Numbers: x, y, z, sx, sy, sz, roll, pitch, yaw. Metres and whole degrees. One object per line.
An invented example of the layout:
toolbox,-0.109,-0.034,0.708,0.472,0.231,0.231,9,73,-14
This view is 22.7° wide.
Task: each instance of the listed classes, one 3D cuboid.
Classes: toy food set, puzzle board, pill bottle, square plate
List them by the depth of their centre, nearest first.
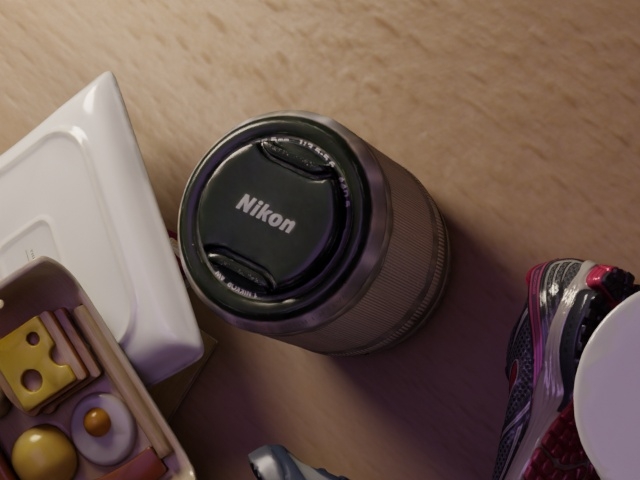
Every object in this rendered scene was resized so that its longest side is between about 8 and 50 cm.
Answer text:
pill bottle,0.352,0.154,1.374,0.224,0.392,0.224,-5,78,21
toy food set,-0.294,0.198,1.669,0.219,0.092,0.306,-34,85,12
square plate,-0.308,0.037,1.802,0.344,0.049,0.347,-31,70,33
puzzle board,-0.184,0.144,1.806,0.096,0.011,0.128,33,92,26

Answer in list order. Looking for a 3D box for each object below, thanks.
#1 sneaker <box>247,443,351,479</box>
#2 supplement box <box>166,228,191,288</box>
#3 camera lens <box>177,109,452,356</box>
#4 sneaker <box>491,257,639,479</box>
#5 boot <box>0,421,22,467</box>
sneaker,0.068,0.295,1.632,0.319,0.112,0.131,40,80,19
supplement box,-0.172,0.022,1.785,0.043,0.083,0.055,-31,70,13
camera lens,0.000,0.000,1.615,0.219,0.274,0.219,-5,78,22
sneaker,0.227,0.165,1.587,0.112,0.121,0.299,14,82,48
boot,-0.310,0.351,1.787,0.280,0.096,0.264,45,108,8
